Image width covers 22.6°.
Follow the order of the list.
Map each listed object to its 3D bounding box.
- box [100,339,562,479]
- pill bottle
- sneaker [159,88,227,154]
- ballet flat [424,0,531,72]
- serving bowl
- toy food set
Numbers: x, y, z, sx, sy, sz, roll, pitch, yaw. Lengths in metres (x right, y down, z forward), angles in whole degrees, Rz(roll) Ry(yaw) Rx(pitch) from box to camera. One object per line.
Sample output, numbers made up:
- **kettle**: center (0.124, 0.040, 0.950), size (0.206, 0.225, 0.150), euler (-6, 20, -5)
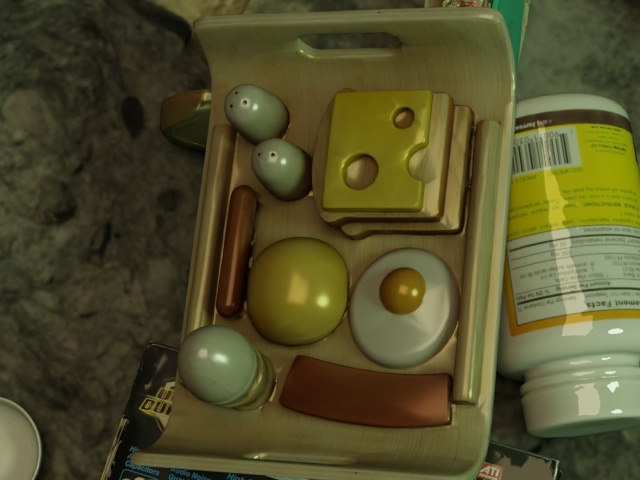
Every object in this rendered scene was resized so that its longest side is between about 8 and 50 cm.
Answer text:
- **box**: center (-0.021, 0.246, 1.057), size (0.296, 0.073, 0.293), euler (15, 77, 12)
- **pill bottle**: center (0.163, 0.019, 1.066), size (0.117, 0.117, 0.215), euler (-8, 75, 6)
- **sneaker**: center (-0.023, -0.057, 1.138), size (0.192, 0.064, 0.086), euler (3, 71, 5)
- **ballet flat**: center (0.118, -0.207, 1.154), size (0.077, 0.091, 0.241), euler (6, 71, 36)
- **serving bowl**: center (-0.234, 0.152, 1.133), size (0.083, 0.027, 0.083), euler (-2, 76, 8)
- **toy food set**: center (0.000, 0.000, 1.015), size (0.220, 0.092, 0.306), euler (1, 75, 22)
